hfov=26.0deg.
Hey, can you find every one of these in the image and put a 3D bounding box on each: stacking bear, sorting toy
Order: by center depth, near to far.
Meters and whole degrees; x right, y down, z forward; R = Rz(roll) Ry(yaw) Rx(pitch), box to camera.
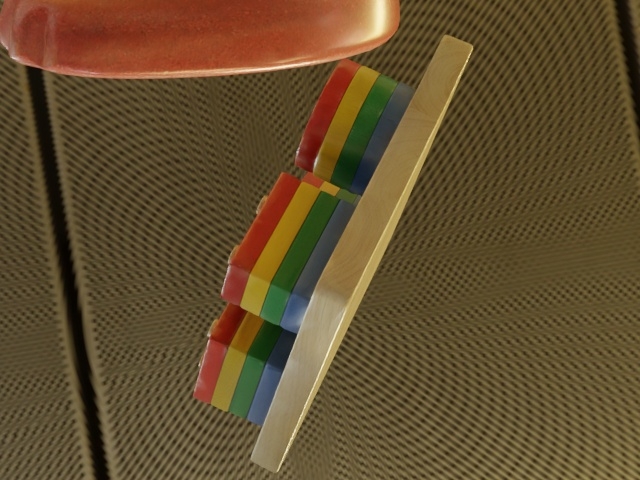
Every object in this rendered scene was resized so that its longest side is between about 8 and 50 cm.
[{"bbox_3d":[-0.036,-0.220,0.491,0.164,0.175,0.289,-3,-66,-18],"label":"stacking bear"},{"bbox_3d":[0.000,0.000,1.034,0.089,0.257,0.255,25,-126,4],"label":"sorting toy"}]
